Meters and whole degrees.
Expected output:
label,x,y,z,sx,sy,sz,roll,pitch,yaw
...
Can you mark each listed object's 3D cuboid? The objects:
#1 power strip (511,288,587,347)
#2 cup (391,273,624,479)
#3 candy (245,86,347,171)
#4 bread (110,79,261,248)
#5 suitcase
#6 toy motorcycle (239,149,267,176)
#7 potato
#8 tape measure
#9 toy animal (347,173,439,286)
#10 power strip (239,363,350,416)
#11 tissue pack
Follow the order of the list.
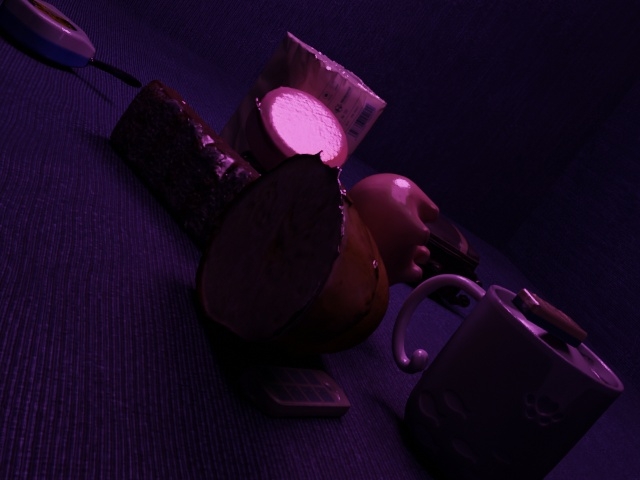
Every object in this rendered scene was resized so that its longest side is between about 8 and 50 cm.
label,x,y,z,sx,sy,sz,roll,pitch,yaw
power strip,0.355,0.121,1.250,0.123,0.032,0.056,30,15,-27
cup,0.259,0.226,1.320,0.357,0.274,0.259,41,13,24
candy,-0.059,-0.242,1.874,0.255,0.094,0.255,20,50,-26
bread,-0.249,-0.143,1.557,0.416,0.165,0.113,44,10,33
suitcase,0.261,-0.004,2.325,0.434,0.194,0.283,30,14,-19
toy motorcycle,-0.093,-0.114,1.894,0.198,0.109,0.296,8,39,-30
potato,0.017,0.058,1.219,0.296,0.289,0.397,31,-15,-32
tape measure,-0.595,-0.451,1.880,0.351,0.098,0.215,38,11,19
toy animal,0.082,0.003,1.598,0.269,0.326,0.237,23,41,13
power strip,-0.029,0.215,1.153,0.080,0.029,0.227,44,15,32
tissue pack,-0.057,-0.300,2.122,0.297,0.380,0.207,26,16,-42
